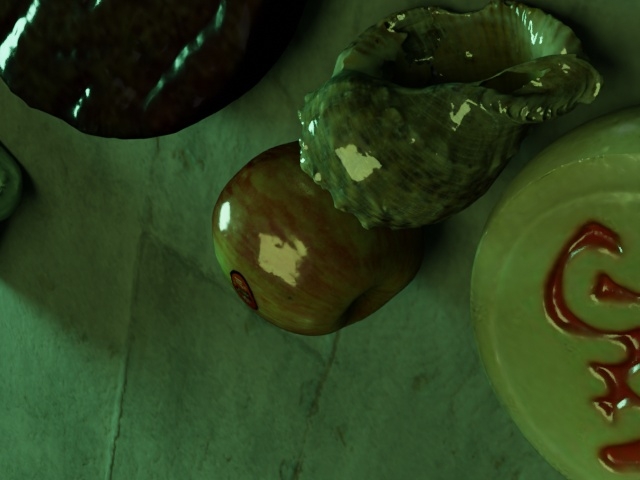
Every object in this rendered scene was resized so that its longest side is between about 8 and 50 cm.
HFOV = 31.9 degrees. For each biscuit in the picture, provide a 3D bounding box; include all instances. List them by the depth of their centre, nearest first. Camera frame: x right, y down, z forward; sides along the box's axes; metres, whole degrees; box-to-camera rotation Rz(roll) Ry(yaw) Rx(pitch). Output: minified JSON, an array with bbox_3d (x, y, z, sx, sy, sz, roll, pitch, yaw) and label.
[{"bbox_3d":[-0.163,-0.280,0.857,0.407,0.091,0.407,16,118,33],"label":"biscuit"}]

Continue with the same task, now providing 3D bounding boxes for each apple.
[{"bbox_3d":[0.000,0.000,0.817,0.131,0.146,0.146,50,136,26],"label":"apple"}]

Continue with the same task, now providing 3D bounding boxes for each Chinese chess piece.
[{"bbox_3d":[0.220,0.048,0.682,0.273,0.102,0.273,19,123,32],"label":"Chinese chess piece"}]

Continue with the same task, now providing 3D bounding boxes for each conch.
[{"bbox_3d":[0.073,-0.091,0.716,0.207,0.130,0.155,-22,71,29],"label":"conch"}]

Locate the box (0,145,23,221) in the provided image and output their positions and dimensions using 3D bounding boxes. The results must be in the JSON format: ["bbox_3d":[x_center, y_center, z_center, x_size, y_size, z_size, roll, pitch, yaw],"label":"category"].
[{"bbox_3d":[-0.471,-0.073,1.182,0.312,0.175,0.182,47,143,13],"label":"box"}]
